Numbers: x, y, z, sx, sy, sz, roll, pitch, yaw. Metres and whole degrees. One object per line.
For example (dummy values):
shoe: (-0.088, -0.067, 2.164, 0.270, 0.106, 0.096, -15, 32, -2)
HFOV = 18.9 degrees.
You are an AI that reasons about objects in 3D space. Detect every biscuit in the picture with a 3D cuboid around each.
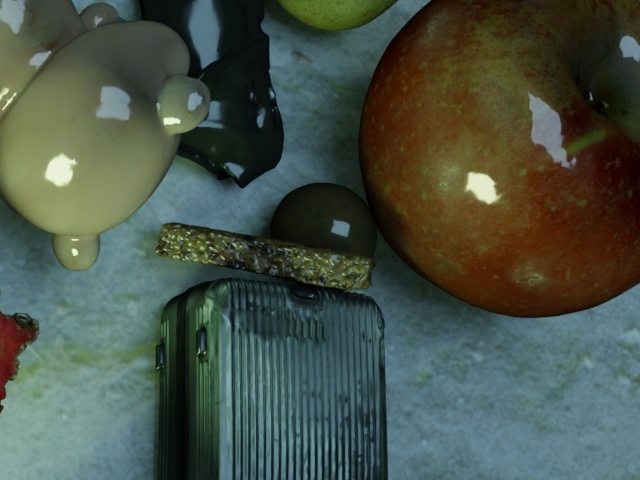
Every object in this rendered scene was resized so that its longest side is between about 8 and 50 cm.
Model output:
biscuit: (-0.050, 0.014, 1.747, 0.199, 0.064, 0.034, 10, 92, 4)

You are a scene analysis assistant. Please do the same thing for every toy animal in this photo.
toy animal: (-0.232, -0.131, 1.637, 0.221, 0.210, 0.229, 24, 32, -34)

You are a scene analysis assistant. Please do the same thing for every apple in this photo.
apple: (0.202, -0.093, 1.850, 0.348, 0.277, 0.348, 14, 65, -32)

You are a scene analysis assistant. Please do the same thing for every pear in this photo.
pear: (0.014, -0.284, 1.864, 0.167, 0.136, 0.167, 13, 72, -44)

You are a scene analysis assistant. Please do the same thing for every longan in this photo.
longan: (0.000, 0.000, 1.821, 0.113, 0.113, 0.092, 47, 18, -14)

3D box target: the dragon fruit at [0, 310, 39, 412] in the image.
dragon fruit: (-0.337, 0.095, 1.574, 0.211, 0.134, 0.262, -3, 95, -44)

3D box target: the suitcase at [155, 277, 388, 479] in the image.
suitcase: (-0.041, 0.190, 1.724, 0.202, 0.128, 0.312, 8, 73, -31)

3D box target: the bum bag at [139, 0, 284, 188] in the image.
bum bag: (-0.112, -0.209, 1.804, 0.142, 0.079, 0.326, -5, 81, -40)
